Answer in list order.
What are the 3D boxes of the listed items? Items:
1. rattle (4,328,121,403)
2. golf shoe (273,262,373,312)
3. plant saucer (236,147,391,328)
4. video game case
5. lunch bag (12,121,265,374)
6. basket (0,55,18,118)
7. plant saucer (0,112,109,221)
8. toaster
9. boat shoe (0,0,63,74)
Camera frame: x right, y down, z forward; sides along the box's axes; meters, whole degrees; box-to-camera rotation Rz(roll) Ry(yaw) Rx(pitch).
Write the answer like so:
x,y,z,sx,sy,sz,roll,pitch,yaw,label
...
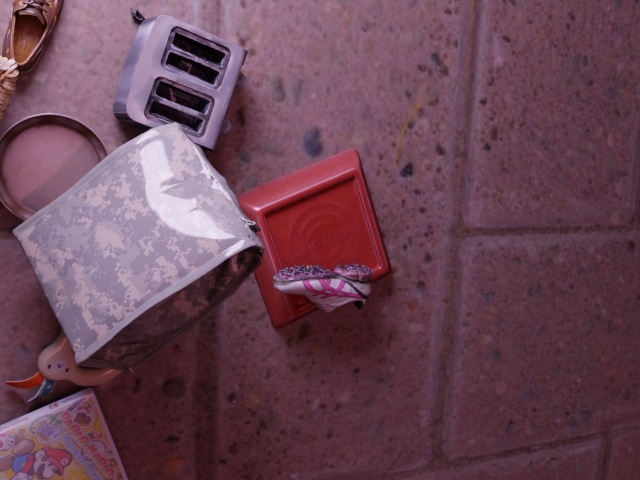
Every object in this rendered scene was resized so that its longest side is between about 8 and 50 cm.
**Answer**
x,y,z,sx,sy,sz,roll,pitch,yaw,label
-0.360,0.199,1.088,0.200,0.143,0.130,-27,135,-28,rattle
0.006,0.085,1.227,0.186,0.067,0.085,1,101,-26,golf shoe
0.000,0.000,1.272,0.259,0.048,0.259,-24,110,-20,plant saucer
-0.424,0.368,1.134,0.207,0.026,0.226,-22,116,-21,video game case
-0.237,0.006,1.002,0.287,0.235,0.169,-37,159,5,lunch bag
-0.553,-0.189,0.868,0.299,0.223,0.213,28,87,-28,basket
-0.399,-0.104,1.068,0.169,0.029,0.168,-6,103,-26,plant saucer
-0.216,-0.240,1.084,0.186,0.110,0.168,19,91,-27,toaster
-0.399,-0.319,1.007,0.064,0.060,0.177,18,92,-28,boat shoe
